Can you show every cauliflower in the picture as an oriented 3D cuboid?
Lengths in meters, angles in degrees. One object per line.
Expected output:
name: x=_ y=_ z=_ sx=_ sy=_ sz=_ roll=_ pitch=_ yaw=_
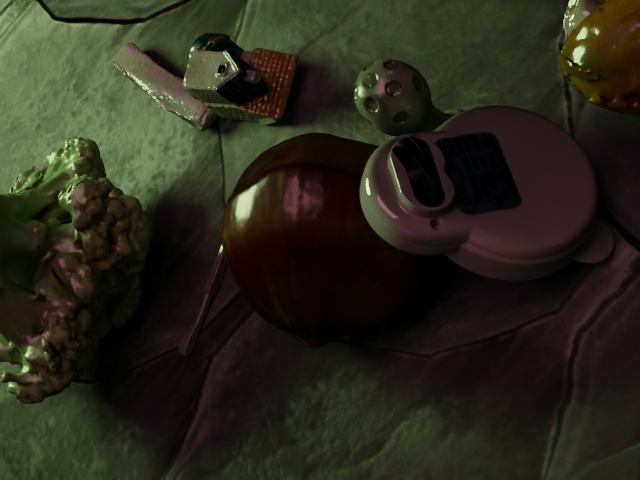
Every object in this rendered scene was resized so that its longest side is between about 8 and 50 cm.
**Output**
cauliflower: x=-0.318 y=0.020 z=1.665 sx=0.260 sy=0.281 sz=0.327 roll=-7 pitch=69 yaw=5

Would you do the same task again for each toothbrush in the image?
toothbrush: x=-0.122 y=0.042 z=1.671 sx=0.017 sy=0.014 sz=0.194 roll=18 pitch=84 yaw=40

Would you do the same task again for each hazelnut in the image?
hazelnut: x=0.000 y=0.000 z=1.486 sx=0.229 sy=0.229 sz=0.229 roll=-14 pitch=65 yaw=32

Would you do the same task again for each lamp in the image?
lamp: x=0.151 y=-0.038 z=1.387 sx=0.108 sy=0.246 sz=0.179 roll=113 pitch=147 yaw=-49

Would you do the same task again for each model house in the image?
model house: x=-0.087 y=-0.191 z=1.680 sx=0.100 sy=0.100 sz=0.088 roll=8 pitch=76 yaw=37

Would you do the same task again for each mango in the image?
mango: x=0.337 y=-0.204 z=1.336 sx=0.248 sy=0.151 sz=0.156 roll=-26 pitch=93 yaw=23

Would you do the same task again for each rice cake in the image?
rice cake: x=-0.190 y=-0.189 z=1.799 sx=0.047 sy=0.036 sz=0.206 roll=-53 pitch=49 yaw=2

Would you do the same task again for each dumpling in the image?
dumpling: x=0.268 y=-0.212 z=1.465 sx=0.077 sy=0.043 sz=0.059 roll=44 pitch=118 yaw=23

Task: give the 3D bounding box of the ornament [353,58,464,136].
ornament: x=0.090 y=-0.132 z=1.489 sx=0.081 sy=0.156 sz=0.075 roll=26 pitch=88 yaw=40
